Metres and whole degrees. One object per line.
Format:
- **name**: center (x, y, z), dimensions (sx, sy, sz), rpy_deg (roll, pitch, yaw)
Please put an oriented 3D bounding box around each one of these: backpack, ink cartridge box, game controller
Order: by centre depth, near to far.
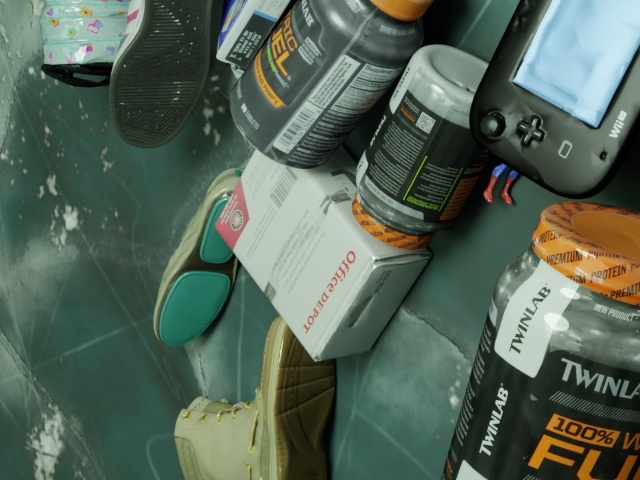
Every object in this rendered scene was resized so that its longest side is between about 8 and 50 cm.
- **game controller**: center (0.257, -0.200, 1.568), dimensions (0.166, 0.067, 0.319), rpy_deg (37, 108, 40)
- **ink cartridge box**: center (0.000, 0.000, 1.885), dimensions (0.218, 0.092, 0.158), rpy_deg (53, 129, 30)
- **ink cartridge box**: center (-0.049, -0.326, 1.899), dimensions (0.206, 0.045, 0.208), rpy_deg (-55, 23, 36)
- **backpack**: center (-0.251, -0.245, 2.056), dimensions (0.152, 0.182, 0.115), rpy_deg (-4, 92, 48)

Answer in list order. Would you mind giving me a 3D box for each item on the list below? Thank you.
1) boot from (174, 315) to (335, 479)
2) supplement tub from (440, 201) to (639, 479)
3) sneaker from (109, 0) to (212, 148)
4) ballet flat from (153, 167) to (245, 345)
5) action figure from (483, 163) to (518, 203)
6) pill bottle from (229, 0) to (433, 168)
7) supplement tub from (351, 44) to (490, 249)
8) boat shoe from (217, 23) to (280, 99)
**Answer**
- **boot**: center (-0.081, 0.195, 1.997), dimensions (0.203, 0.095, 0.262), rpy_deg (14, 109, 46)
- **supplement tub**: center (0.235, 0.149, 1.569), dimensions (0.207, 0.207, 0.338), rpy_deg (31, 117, 40)
- **sneaker**: center (-0.179, -0.267, 1.957), dimensions (0.178, 0.124, 0.295), rpy_deg (-97, 20, -64)
- **ballet flat**: center (-0.137, 0.015, 2.054), dimensions (0.086, 0.086, 0.248), rpy_deg (50, 126, 31)
- **action figure**: center (0.197, -0.088, 1.705), dimensions (0.030, 0.038, 0.115), rpy_deg (-119, 42, -53)
- **pill bottle**: center (0.019, -0.195, 1.761), dimensions (0.245, 0.130, 0.130), rpy_deg (-49, 60, 38)
- **supplement tub**: center (0.109, -0.091, 1.739), dimensions (0.117, 0.117, 0.190), rpy_deg (48, 126, 32)
- **boat shoe**: center (-0.066, -0.203, 1.951), dimensions (0.184, 0.063, 0.066), rpy_deg (-15, 84, 46)
